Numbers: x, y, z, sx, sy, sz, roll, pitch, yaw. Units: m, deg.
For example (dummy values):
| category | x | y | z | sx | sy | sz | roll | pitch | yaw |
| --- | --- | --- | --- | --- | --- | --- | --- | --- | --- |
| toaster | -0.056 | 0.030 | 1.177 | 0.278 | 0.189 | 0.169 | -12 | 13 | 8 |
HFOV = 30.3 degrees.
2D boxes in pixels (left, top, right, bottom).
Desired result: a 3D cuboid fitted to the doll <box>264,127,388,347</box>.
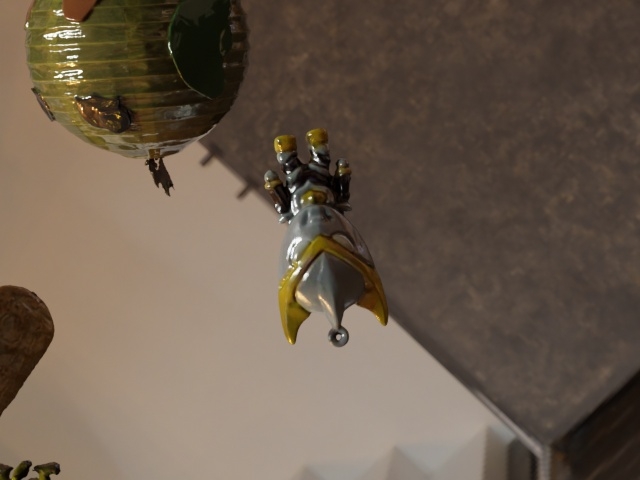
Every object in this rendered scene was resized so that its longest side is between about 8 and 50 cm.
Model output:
| category | x | y | z | sx | sy | sz | roll | pitch | yaw |
| --- | --- | --- | --- | --- | --- | --- | --- | --- | --- |
| doll | 0.005 | -0.001 | 1.717 | 0.145 | 0.316 | 0.103 | -11 | -1 | -28 |

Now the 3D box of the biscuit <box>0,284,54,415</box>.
| category | x | y | z | sx | sy | sz | roll | pitch | yaw |
| --- | --- | --- | --- | --- | --- | --- | --- | --- | --- |
| biscuit | -0.460 | 0.169 | 1.639 | 0.029 | 0.118 | 0.247 | -26 | 29 | 51 |

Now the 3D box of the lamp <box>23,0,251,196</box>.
| category | x | y | z | sx | sy | sz | roll | pitch | yaw |
| --- | --- | --- | --- | --- | --- | --- | --- | --- | --- |
| lamp | -0.196 | -0.186 | 1.293 | 0.250 | 0.284 | 0.250 | -6 | 14 | 1 |

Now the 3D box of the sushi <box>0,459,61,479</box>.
| category | x | y | z | sx | sy | sz | roll | pitch | yaw |
| --- | --- | --- | --- | --- | --- | --- | --- | --- | --- |
| sushi | -0.448 | 0.461 | 1.917 | 0.167 | 0.296 | 0.179 | 65 | -153 | -64 |
